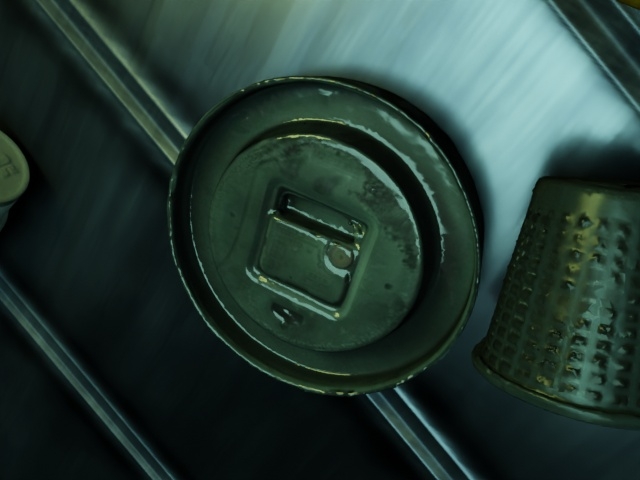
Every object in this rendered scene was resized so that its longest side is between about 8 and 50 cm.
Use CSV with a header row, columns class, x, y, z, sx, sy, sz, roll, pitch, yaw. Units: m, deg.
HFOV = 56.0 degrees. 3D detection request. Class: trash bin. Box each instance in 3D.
class,x,y,z,sx,sy,sz,roll,pitch,yaw
trash bin,0.217,0.033,0.465,0.176,0.175,0.161,11,100,20

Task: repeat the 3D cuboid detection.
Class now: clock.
class,x,y,z,sx,sy,sz,roll,pitch,yaw
clock,-0.001,0.000,0.591,0.319,0.066,0.318,8,111,20

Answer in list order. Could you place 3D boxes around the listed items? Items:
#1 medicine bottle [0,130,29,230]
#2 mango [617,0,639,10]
class,x,y,z,sx,sy,sz,roll,pitch,yaw
medicine bottle,-0.478,-0.030,0.740,0.258,0.143,0.143,-33,94,30
mango,0.281,-0.199,0.342,0.317,0.119,0.176,8,69,19
